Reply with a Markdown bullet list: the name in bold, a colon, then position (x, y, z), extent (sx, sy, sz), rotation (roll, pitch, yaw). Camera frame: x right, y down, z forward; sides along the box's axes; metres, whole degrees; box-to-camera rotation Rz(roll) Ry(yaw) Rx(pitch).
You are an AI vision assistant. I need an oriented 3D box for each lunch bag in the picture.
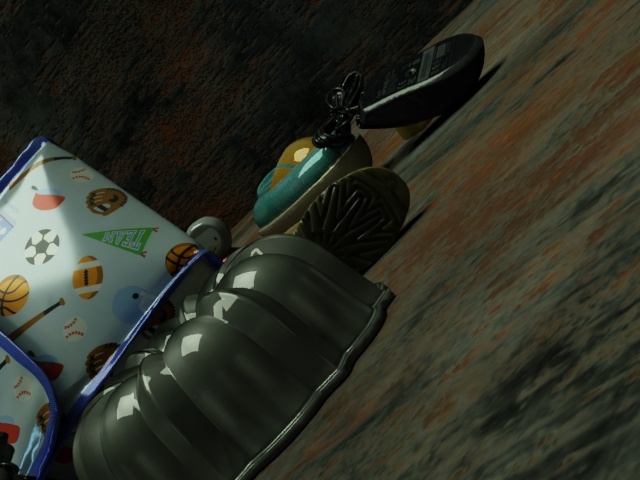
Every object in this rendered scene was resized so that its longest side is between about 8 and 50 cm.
- **lunch bag**: position (-0.326, 0.117, 1.608), extent (0.385, 0.328, 0.239), rotation (-51, -32, -8)

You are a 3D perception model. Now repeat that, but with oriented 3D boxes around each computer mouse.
- **computer mouse**: position (0.127, -0.209, 1.893), extent (0.272, 0.072, 0.188), rotation (-21, 29, 31)

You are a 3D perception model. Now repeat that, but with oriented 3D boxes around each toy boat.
- **toy boat**: position (-0.060, -0.055, 1.979), extent (0.318, 0.148, 0.267), rotation (-49, 7, -30)

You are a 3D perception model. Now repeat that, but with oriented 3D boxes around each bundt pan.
- **bundt pan**: position (-0.093, 0.118, 1.164), extent (0.331, 0.124, 0.331), rotation (-44, 7, 6)

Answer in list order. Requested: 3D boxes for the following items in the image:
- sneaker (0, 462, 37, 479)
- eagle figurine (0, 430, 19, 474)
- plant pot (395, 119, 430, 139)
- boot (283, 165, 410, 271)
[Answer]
- **sneaker**: position (-0.269, 0.261, 1.289), extent (0.104, 0.147, 0.296), rotation (-46, 4, 11)
- **eagle figurine**: position (-0.392, 0.363, 1.323), extent (0.226, 0.225, 0.298), rotation (-54, 12, 28)
- **plant pot**: position (0.137, -0.216, 2.020), extent (0.081, 0.083, 0.081), rotation (-48, 5, -17)
- **boot**: position (0.000, 0.000, 1.491), extent (0.236, 0.089, 0.269), rotation (-45, 5, 6)
